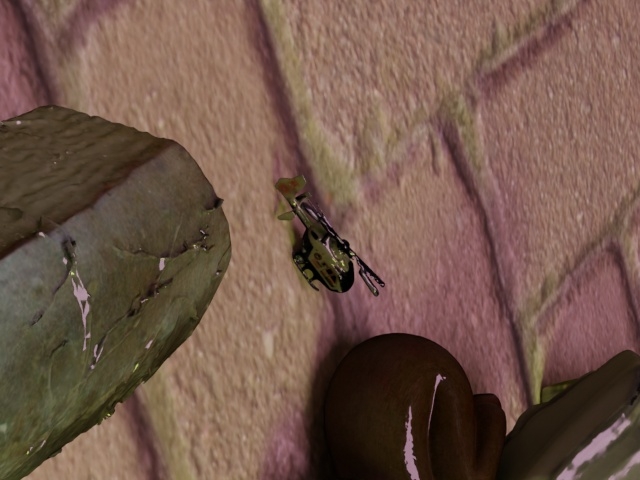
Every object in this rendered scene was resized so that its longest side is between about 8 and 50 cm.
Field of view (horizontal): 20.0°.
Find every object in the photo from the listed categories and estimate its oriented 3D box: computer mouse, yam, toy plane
[{"bbox_3d":[0.151,0.267,1.486,0.145,0.228,0.429,31,65,-7],"label":"computer mouse"},{"bbox_3d":[-0.191,0.035,1.020,0.271,0.202,0.201,-43,146,-48],"label":"yam"},{"bbox_3d":[0.000,0.000,1.414,0.120,0.049,0.031,54,45,-17],"label":"toy plane"}]

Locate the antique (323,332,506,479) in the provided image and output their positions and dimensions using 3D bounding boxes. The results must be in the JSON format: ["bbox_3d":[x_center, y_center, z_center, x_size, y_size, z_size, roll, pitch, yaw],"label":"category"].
[{"bbox_3d":[0.049,0.187,1.424,0.143,0.121,0.257,45,54,-26],"label":"antique"}]

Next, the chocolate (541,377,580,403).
[{"bbox_3d":[0.332,0.275,1.824,0.289,0.137,0.301,7,86,-55],"label":"chocolate"}]
